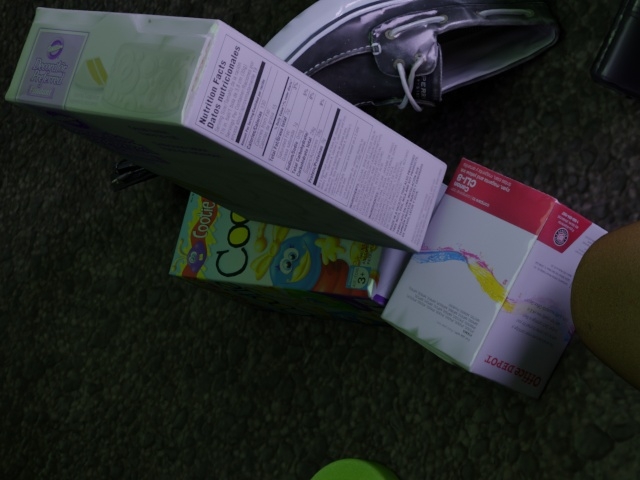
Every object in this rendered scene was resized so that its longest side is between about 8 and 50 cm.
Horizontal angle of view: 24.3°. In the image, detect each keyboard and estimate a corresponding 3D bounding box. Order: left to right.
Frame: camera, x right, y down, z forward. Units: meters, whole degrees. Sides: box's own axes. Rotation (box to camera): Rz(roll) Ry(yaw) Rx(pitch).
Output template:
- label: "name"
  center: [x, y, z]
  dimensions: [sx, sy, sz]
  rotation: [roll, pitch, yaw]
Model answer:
- label: "keyboard"
  center: [-0.114, -0.119, 1.666]
  dimensions: [0.317, 0.201, 0.033]
  rotation: [-22, 92, 32]

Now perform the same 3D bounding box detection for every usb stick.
- label: "usb stick"
  center: [0.336, -0.262, 1.385]
  dimensions: [0.278, 0.077, 0.045]
  rotation: [-67, 23, 17]

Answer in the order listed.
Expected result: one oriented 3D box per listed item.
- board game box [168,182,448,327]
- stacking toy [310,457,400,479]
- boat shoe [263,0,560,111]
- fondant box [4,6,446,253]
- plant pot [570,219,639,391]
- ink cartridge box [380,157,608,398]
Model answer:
- label: "board game box"
  center: [0.000, 0.000, 1.550]
  dimensions: [0.275, 0.142, 0.144]
  rotation: [4, 76, 40]
- label: "stacking toy"
  center: [0.015, 0.351, 1.409]
  dimensions: [0.279, 0.130, 0.309]
  rotation: [35, 96, 42]
- label: "boat shoe"
  center: [0.089, -0.190, 1.480]
  dimensions: [0.335, 0.121, 0.119]
  rotation: [-25, 56, -15]
- label: "fondant box"
  center: [-0.078, -0.096, 1.334]
  dimensions: [0.238, 0.330, 0.096]
  rotation: [11, 78, 42]
- label: "plant pot"
  center: [0.335, 0.057, 1.220]
  dimensions: [0.254, 0.237, 0.237]
  rotation: [11, 80, 56]
- label: "ink cartridge box"
  center: [0.169, 0.038, 1.405]
  dimensions: [0.127, 0.128, 0.176]
  rotation: [29, 92, 43]
